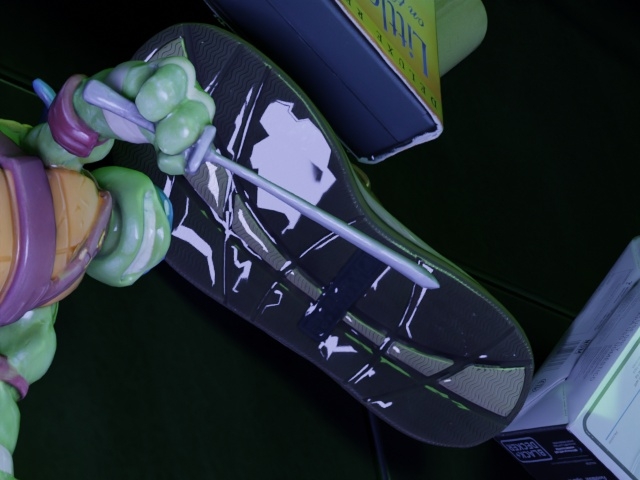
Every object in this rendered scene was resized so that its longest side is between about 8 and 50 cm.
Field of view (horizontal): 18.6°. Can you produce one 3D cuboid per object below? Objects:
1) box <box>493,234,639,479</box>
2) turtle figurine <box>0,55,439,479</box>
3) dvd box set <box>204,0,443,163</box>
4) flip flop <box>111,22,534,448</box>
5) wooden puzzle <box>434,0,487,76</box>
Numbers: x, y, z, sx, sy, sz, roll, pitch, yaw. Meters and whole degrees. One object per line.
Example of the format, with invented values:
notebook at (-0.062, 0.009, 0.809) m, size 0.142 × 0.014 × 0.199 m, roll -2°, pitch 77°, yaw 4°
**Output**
box at (0.262, 0.145, 1.150) m, size 0.290 × 0.087 × 0.169 m, roll 45°, pitch 66°, yaw -12°
turtle figurine at (-0.117, 0.024, 0.758) m, size 0.266 × 0.198 × 0.274 m, roll 0°, pitch 55°, yaw -47°
dvd box set at (-0.036, -0.289, 1.155) m, size 0.307 × 0.062 × 0.420 m, roll 44°, pitch 32°, yaw -40°
flip flop at (0.000, 0.000, 1.028) m, size 0.277 × 0.112 × 0.080 m, roll 41°, pitch 8°, yaw -14°
wooden puzzle at (0.002, -0.197, 1.274) m, size 0.238 × 0.044 × 0.221 m, roll 55°, pitch 31°, yaw -4°
